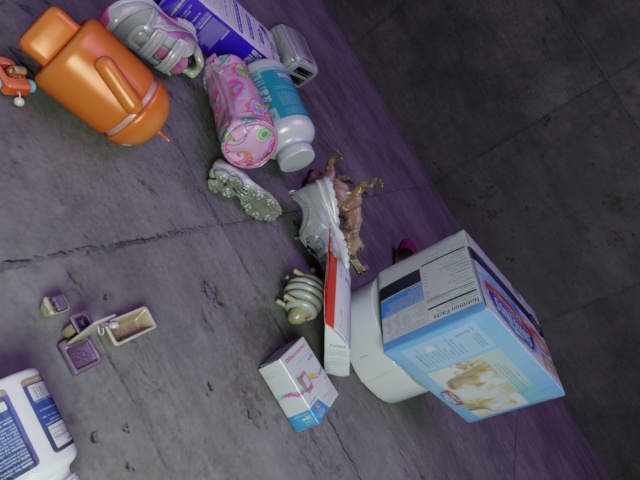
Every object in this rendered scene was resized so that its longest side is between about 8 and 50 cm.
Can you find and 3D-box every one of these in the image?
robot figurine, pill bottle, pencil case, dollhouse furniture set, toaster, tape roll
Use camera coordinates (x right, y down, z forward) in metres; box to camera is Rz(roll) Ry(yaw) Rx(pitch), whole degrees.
[{"bbox_3d":[-0.319,-0.230,0.633,0.219,0.158,0.128,43,43,-42],"label":"robot figurine"},{"bbox_3d":[-0.106,-0.305,1.060,0.146,0.146,0.264,3,59,-58],"label":"pill bottle"},{"bbox_3d":[-0.178,-0.282,0.904,0.124,0.124,0.284,25,34,-47],"label":"pencil case"},{"bbox_3d":[-0.240,0.082,0.501,0.091,0.081,0.114,60,27,4],"label":"dollhouse furniture set"},{"bbox_3d":[-0.101,-0.603,1.407,0.146,0.129,0.227,65,25,5],"label":"toaster"},{"bbox_3d":[0.166,0.229,1.007,0.286,0.100,0.286,40,32,-32],"label":"tape roll"},{"bbox_3d":[-0.262,0.182,0.376,0.120,0.067,0.067,60,27,5],"label":"pill bottle"}]

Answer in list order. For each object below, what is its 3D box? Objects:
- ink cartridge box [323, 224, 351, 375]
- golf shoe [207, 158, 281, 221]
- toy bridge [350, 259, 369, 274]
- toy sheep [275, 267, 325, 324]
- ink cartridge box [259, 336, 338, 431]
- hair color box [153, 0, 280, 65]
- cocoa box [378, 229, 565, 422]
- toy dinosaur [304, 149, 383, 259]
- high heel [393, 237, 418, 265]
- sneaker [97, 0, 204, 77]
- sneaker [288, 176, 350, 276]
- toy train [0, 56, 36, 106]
[{"bbox_3d":[0.036,0.115,0.816,0.066,0.232,0.189,5,40,0],"label":"ink cartridge box"},{"bbox_3d":[-0.149,-0.108,0.875,0.176,0.069,0.086,37,28,-37],"label":"golf shoe"},{"bbox_3d":[0.074,0.009,1.165,0.063,0.026,0.188,-5,66,-58],"label":"toy bridge"},{"bbox_3d":[-0.032,0.104,0.823,0.091,0.091,0.132,43,49,-28],"label":"toy sheep"},{"bbox_3d":[-0.035,0.237,0.714,0.122,0.052,0.088,57,27,1],"label":"ink cartridge box"},{"bbox_3d":[-0.263,-0.563,1.114,0.339,0.110,0.185,24,41,-45],"label":"hair color box"},{"bbox_3d":[0.318,0.198,0.926,0.347,0.231,0.228,42,31,-27],"label":"cocoa box"},{"bbox_3d":[0.030,-0.109,1.126,0.296,0.200,0.127,42,-16,25],"label":"toy dinosaur"},{"bbox_3d":[0.260,0.062,1.362,0.117,0.082,0.244,50,39,-36],"label":"high heel"},{"bbox_3d":[-0.317,-0.397,0.852,0.111,0.103,0.252,58,27,4],"label":"sneaker"},{"bbox_3d":[0.000,0.000,0.989,0.105,0.115,0.281,62,15,-86],"label":"sneaker"},{"bbox_3d":[-0.448,-0.235,0.525,0.125,0.046,0.166,59,27,3],"label":"toy train"}]
